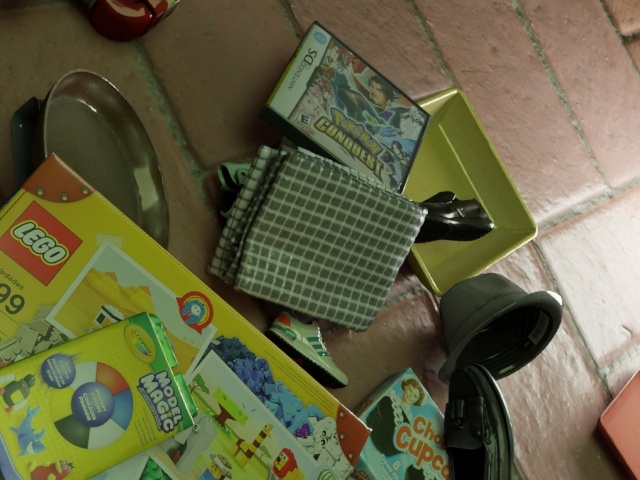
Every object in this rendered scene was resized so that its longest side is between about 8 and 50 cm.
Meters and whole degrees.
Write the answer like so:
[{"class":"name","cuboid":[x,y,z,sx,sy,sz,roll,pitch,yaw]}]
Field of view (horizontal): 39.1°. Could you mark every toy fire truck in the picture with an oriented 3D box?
[{"class":"toy fire truck","cuboid":[-0.354,-0.398,1.371,0.217,0.158,0.246,49,63,-9]}]

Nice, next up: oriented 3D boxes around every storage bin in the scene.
[{"class":"storage bin","cuboid":[-0.370,-0.127,1.273,0.091,0.098,0.135,5,68,-45]}]

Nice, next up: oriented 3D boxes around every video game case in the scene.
[{"class":"video game case","cuboid":[0.051,-0.213,1.530,0.275,0.035,0.248,37,48,-15]}]

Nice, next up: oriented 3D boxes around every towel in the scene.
[{"class":"towel","cuboid":[0.000,0.000,1.382,0.283,0.121,0.235,20,103,-29]}]

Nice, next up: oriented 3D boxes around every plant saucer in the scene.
[{"class":"plant saucer","cuboid":[0.670,0.399,1.821,0.259,0.047,0.258,-34,93,-39]},{"class":"plant saucer","cuboid":[-0.301,-0.078,1.235,0.310,0.050,0.311,-12,90,-74]},{"class":"plant saucer","cuboid":[0.218,-0.089,1.681,0.332,0.081,0.333,-28,88,-39]}]

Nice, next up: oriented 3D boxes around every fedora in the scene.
[{"class":"fedora","cuboid":[0.290,0.139,1.567,0.275,0.244,0.124,13,34,-47]}]

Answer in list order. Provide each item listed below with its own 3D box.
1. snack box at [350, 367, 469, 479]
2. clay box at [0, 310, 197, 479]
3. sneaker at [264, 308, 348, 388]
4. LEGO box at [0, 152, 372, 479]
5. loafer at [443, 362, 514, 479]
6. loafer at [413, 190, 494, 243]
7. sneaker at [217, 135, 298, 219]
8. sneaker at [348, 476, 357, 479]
[{"class":"snack box","cuboid":[0.167,0.390,1.454,0.187,0.060,0.322,-37,94,-41]},{"class":"clay box","cuboid":[-0.220,0.155,0.870,0.222,0.053,0.127,-22,88,-38]},{"class":"sneaker","cuboid":[-0.009,0.166,1.425,0.161,0.057,0.075,39,59,-13]},{"class":"LEGO box","cuboid":[-0.238,0.221,0.994,0.500,0.193,0.372,43,54,-17]},{"class":"loafer","cuboid":[0.244,0.345,1.427,0.095,0.109,0.303,3,71,-33]},{"class":"loafer","cuboid":[0.202,-0.044,1.559,0.220,0.080,0.078,5,59,-40]},{"class":"sneaker","cuboid":[-0.083,-0.126,1.465,0.151,0.094,0.256,28,59,-31]},{"class":"sneaker","cuboid":[0.106,0.398,1.272,0.315,0.182,0.127,29,51,10]}]
